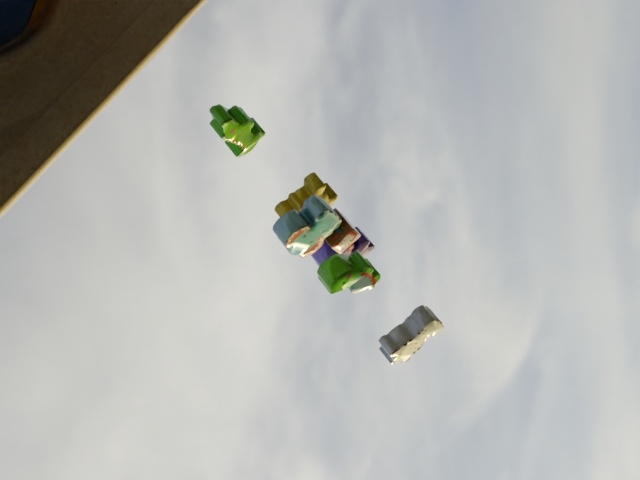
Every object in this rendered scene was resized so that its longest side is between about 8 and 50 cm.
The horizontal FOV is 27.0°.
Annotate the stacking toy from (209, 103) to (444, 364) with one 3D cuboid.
[{"bbox_3d":[0.000,0.000,1.003,0.052,0.167,0.221,-41,-26,5],"label":"stacking toy"}]

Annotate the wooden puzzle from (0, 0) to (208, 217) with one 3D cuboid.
[{"bbox_3d":[-0.233,-0.116,0.454,0.322,0.080,0.348,36,-133,-1],"label":"wooden puzzle"}]
